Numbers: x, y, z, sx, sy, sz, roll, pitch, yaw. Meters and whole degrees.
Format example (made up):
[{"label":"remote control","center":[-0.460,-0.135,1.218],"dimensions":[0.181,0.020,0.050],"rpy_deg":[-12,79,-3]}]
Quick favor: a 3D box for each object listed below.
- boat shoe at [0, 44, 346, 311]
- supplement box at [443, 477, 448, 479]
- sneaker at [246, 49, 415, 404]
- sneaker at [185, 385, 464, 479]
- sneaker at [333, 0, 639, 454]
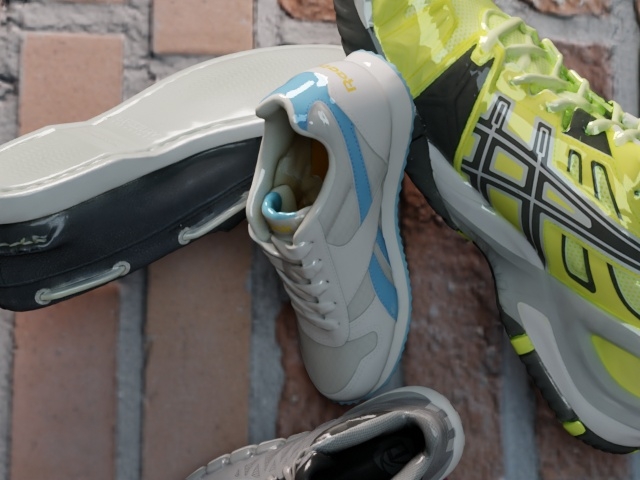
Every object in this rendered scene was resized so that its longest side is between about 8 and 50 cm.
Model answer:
[{"label":"boat shoe","center":[-0.086,-0.045,1.177],"dimensions":[0.302,0.114,0.091],"rpy_deg":[-20,121,-24]},{"label":"supplement box","center":[0.046,0.150,1.184],"dimensions":[0.055,0.043,0.083],"rpy_deg":[-28,84,-15]},{"label":"sneaker","center":[0.000,0.000,1.141],"dimensions":[0.092,0.087,0.229],"rpy_deg":[-21,120,-38]},{"label":"sneaker","center":[-0.024,0.154,1.095],"dimensions":[0.228,0.132,0.086],"rpy_deg":[-31,84,4]},{"label":"sneaker","center":[0.151,-0.057,1.176],"dimensions":[0.385,0.147,0.145],"rpy_deg":[56,32,-4]}]
